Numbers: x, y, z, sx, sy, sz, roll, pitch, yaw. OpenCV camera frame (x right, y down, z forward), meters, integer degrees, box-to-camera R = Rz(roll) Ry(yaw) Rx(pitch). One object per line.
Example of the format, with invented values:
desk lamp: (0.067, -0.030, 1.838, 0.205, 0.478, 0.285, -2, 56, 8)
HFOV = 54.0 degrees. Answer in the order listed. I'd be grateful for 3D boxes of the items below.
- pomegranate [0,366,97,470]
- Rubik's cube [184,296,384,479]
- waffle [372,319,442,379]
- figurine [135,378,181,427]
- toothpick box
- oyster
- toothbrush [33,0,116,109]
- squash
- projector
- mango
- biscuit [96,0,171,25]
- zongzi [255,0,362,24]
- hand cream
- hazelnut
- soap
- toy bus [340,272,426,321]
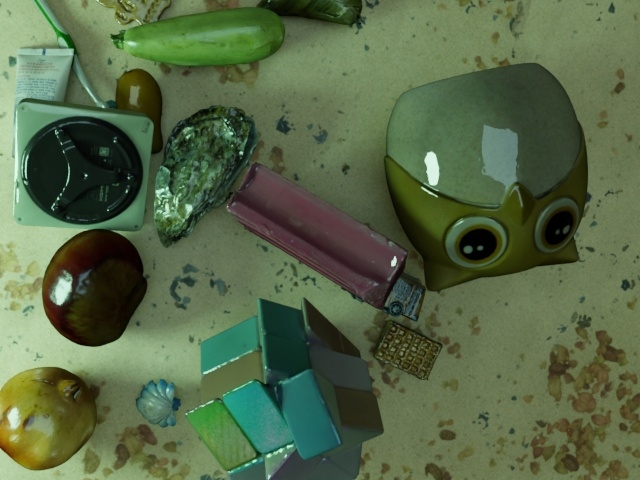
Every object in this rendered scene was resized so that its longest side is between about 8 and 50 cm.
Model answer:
pomegranate: (-0.565, 0.367, 1.300, 0.209, 0.209, 0.208, 0, 92, -9)
Rubik's cube: (-0.079, 0.333, 1.312, 0.388, 0.358, 0.368, -6, 134, -8)
waffle: (0.205, 0.260, 1.491, 0.148, 0.042, 0.102, 26, 89, -9)
figurine: (-0.366, 0.362, 1.399, 0.114, 0.079, 0.114, 7, 106, 25)
toothpick box: (0.347, -0.128, 1.317, 0.409, 0.409, 0.424, -13, 97, -8)
oyster: (-0.268, -0.137, 1.369, 0.162, 0.158, 0.350, 32, 96, 34)
toothbrush: (-0.551, -0.423, 1.353, 0.417, 0.042, 0.040, 56, 44, -6)
squash: (-0.261, -0.433, 1.363, 0.371, 0.118, 0.118, -9, 93, -7)
projector: (-0.488, -0.147, 1.295, 0.259, 0.079, 0.257, 3, 113, -22)
mango: (-0.390, -0.278, 1.362, 0.102, 0.085, 0.183, -18, 114, -37)
biscuit: (-0.421, -0.546, 1.378, 0.184, 0.027, 0.133, 42, 87, -8)
zongzi: (-0.026, -0.511, 1.412, 0.205, 0.094, 0.204, 42, 96, -10)
hand cream: (-0.602, -0.291, 1.337, 0.133, 0.083, 0.247, 6, 85, 9)
hazelnut: (-0.480, 0.100, 1.310, 0.217, 0.217, 0.251, 10, 114, -9)
soap: (0.000, 0.000, 1.308, 0.360, 0.233, 0.128, 31, 85, 10)
toy bus: (0.151, 0.112, 1.455, 0.182, 0.091, 0.103, 24, 86, -6)
